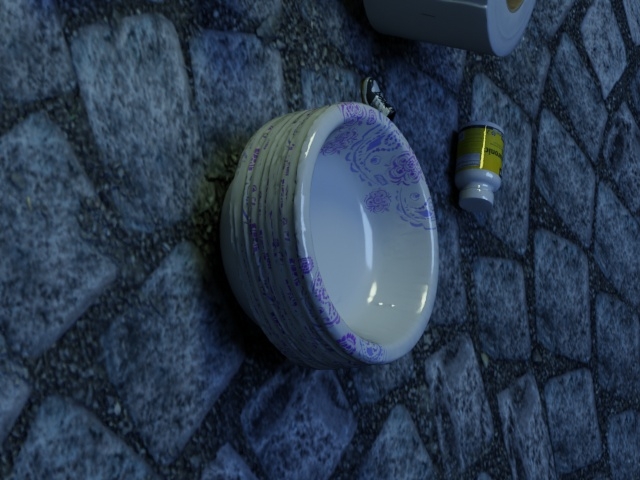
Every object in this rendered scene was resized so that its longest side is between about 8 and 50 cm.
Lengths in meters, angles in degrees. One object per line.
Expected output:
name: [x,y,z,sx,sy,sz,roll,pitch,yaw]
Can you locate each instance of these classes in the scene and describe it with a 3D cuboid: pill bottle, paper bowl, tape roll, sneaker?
pill bottle: [0.217,-0.101,2.082,0.065,0.065,0.116,36,54,-48]
paper bowl: [0.000,0.000,1.643,0.284,0.148,0.284,21,64,-54]
tape roll: [0.176,-0.366,1.914,0.246,0.169,0.246,14,90,-70]
sneaker: [0.078,-0.167,1.910,0.032,0.037,0.083,-20,97,-55]
